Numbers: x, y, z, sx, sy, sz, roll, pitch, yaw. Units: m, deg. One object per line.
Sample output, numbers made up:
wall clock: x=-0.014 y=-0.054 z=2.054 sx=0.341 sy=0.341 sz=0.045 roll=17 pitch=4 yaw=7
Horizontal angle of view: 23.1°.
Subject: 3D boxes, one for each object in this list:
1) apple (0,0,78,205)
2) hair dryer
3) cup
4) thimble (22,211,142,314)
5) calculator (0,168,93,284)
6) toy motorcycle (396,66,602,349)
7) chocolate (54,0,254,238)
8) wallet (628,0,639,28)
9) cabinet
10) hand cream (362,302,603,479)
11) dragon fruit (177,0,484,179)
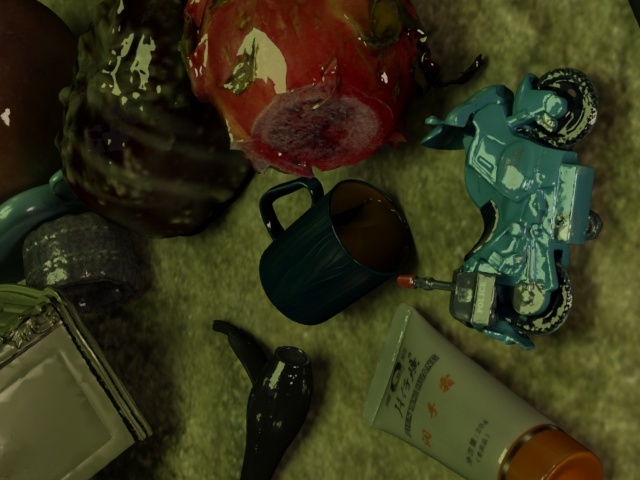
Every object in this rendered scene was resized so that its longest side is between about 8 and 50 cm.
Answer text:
apple: x=-0.438 y=-0.179 z=2.110 sx=0.305 sy=0.235 sz=0.306 roll=-17 pitch=48 yaw=20
hair dryer: x=-0.085 y=0.169 z=1.851 sx=0.219 sy=0.075 sz=0.196 roll=54 pitch=134 yaw=48
cup: x=0.009 y=0.002 z=1.710 sx=0.138 sy=0.113 sz=0.150 roll=-38 pitch=60 yaw=41
thimble: x=-0.311 y=0.032 z=2.035 sx=0.150 sy=0.150 sz=0.098 roll=-33 pitch=61 yaw=41
calculator: x=-0.385 y=-0.013 z=2.089 sx=0.302 sy=0.188 sz=0.042 roll=-40 pitch=73 yaw=39
toy motorcycle: x=0.177 y=-0.036 z=1.526 sx=0.182 sy=0.123 sz=0.272 roll=8 pitch=92 yaw=37
chocolate: x=-0.201 y=-0.167 z=1.885 sx=0.225 sy=0.210 sz=0.340 roll=41 pitch=116 yaw=39
wallet: x=0.335 y=-0.285 z=1.428 sx=0.168 sy=0.052 sz=0.245 roll=-32 pitch=68 yaw=41
cabinet: x=-0.442 y=0.232 z=1.951 sx=0.290 sy=0.318 sz=0.227 roll=1 pitch=125 yaw=58
hand cream: x=0.151 y=0.174 z=1.568 sx=0.314 sy=0.089 sz=0.140 roll=29 pitch=105 yaw=53
dragon fruit: x=-0.012 y=-0.228 z=1.667 sx=0.269 sy=0.250 sz=0.291 roll=-33 pitch=47 yaw=34
